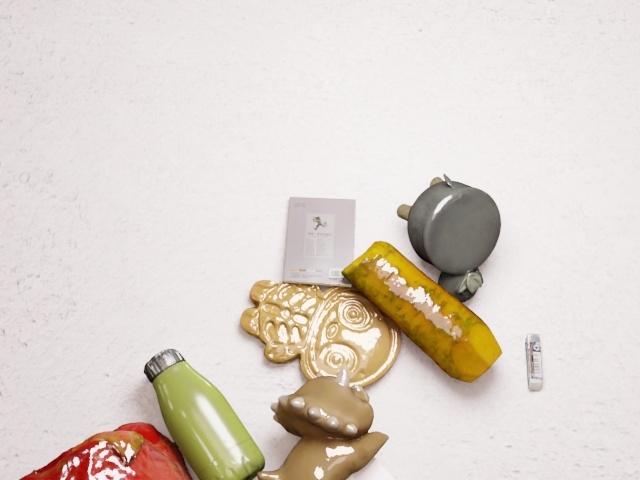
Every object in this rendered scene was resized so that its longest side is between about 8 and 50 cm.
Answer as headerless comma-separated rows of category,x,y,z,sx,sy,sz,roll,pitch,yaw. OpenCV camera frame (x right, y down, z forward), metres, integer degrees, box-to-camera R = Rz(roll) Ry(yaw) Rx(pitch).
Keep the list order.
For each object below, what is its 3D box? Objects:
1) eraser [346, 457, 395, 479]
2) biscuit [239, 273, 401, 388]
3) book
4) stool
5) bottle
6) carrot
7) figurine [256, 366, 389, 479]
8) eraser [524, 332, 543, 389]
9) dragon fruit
eraser,0.001,0.485,1.690,0.298,0.078,0.076,-42,77,-13
biscuit,0.001,0.154,1.823,0.288,0.044,0.202,24,73,5
book,0.000,0.000,1.871,0.127,0.014,0.182,3,61,0
stool,0.219,-0.007,1.822,0.153,0.139,0.228,6,102,-26
bottle,-0.203,0.301,1.731,0.112,0.112,0.260,-34,75,-11
carrot,0.179,0.120,1.785,0.302,0.114,0.114,42,76,4
figurine,-0.017,0.325,1.691,0.247,0.177,0.173,-41,94,-9
eraser,0.377,0.214,1.817,0.027,0.019,0.099,4,71,-14
dragon fruit,-0.297,0.438,1.595,0.286,0.228,0.329,-40,59,-16
